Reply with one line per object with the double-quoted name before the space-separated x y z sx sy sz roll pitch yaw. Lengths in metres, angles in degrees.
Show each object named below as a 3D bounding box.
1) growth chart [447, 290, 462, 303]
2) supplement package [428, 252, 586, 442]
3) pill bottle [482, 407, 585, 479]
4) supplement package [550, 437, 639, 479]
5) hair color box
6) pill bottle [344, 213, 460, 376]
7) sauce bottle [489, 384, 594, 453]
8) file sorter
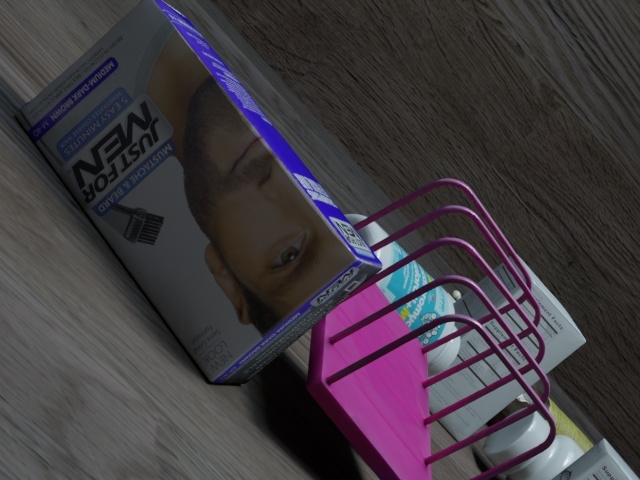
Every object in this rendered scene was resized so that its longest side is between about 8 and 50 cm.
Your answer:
"growth chart" 0.172 0.121 2.408 0.237 0.021 0.172 9 35 -30
"supplement package" 0.252 0.159 2.240 0.134 0.244 0.139 47 9 -16
"pill bottle" 0.354 0.367 2.247 0.229 0.131 0.131 49 9 -12
"supplement package" 0.361 0.378 2.077 0.105 0.179 0.105 50 8 2
"hair color box" -0.119 -0.049 1.444 0.339 0.185 0.110 51 9 13
"pill bottle" 0.087 0.087 2.041 0.264 0.146 0.146 42 12 -41
"sauce bottle" 0.363 0.312 2.604 0.344 0.111 0.111 47 9 -30
"file sorter" 0.121 0.098 1.545 0.202 0.182 0.291 52 20 -24
